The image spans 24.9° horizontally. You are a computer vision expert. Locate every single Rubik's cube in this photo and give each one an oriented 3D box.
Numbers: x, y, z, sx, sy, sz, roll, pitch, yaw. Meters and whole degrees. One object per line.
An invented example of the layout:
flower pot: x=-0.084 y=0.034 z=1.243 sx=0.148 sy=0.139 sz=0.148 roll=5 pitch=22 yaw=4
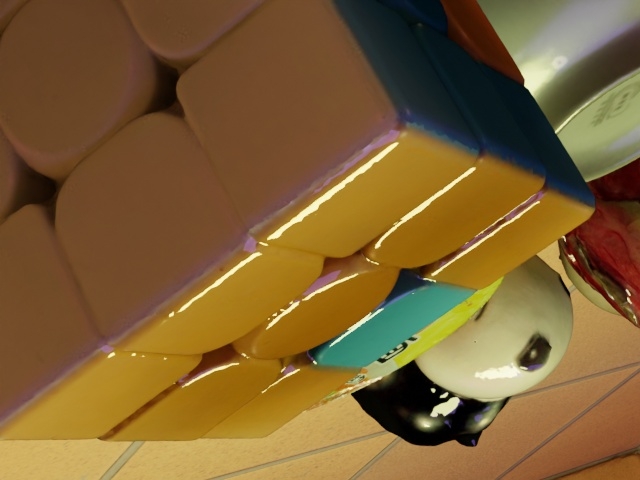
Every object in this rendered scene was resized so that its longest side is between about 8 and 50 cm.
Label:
Rubik's cube: x=-0.061 y=-0.073 z=0.856 sx=0.291 sy=0.290 sz=0.291 roll=-37 pitch=159 yaw=20

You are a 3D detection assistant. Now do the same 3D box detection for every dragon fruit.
dragon fruit: x=0.384 y=-0.046 z=1.447 sx=0.329 sy=0.329 sz=0.329 roll=-24 pitch=159 yaw=-10

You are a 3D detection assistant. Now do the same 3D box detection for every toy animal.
toy animal: x=0.161 y=0.111 z=1.692 sx=0.212 sy=0.213 sz=0.267 roll=-10 pitch=148 yaw=-40

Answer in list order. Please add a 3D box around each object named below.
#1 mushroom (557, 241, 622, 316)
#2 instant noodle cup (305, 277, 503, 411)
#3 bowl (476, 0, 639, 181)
mushroom: x=0.379 y=-0.018 z=1.712 sx=0.207 sy=0.207 sz=0.215 roll=-33 pitch=-168 yaw=11
instant noodle cup: x=0.000 y=0.000 z=1.221 sx=0.264 sy=0.200 sz=0.264 roll=-25 pitch=159 yaw=-10
bowl: x=0.190 y=-0.163 z=1.104 sx=0.353 sy=0.185 sz=0.354 roll=-25 pitch=158 yaw=-10
